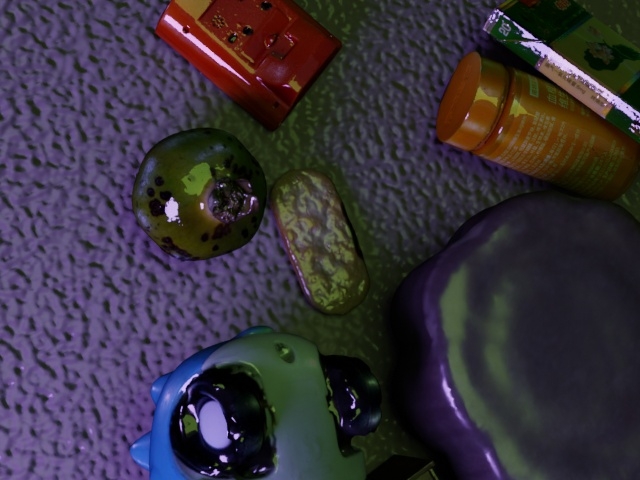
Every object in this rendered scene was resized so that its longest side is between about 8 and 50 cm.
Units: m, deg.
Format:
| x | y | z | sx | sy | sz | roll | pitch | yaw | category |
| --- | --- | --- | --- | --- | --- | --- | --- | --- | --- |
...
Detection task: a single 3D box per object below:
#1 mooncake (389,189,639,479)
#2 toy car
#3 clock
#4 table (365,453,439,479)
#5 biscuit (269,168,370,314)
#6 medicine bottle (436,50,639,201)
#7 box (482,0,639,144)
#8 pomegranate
| x | y | z | sx | sy | sz | roll | pitch | yaw | category |
| --- | --- | --- | --- | --- | --- | --- | --- | --- | --- |
| 0.203 | 0.113 | 1.274 | 0.306 | 0.154 | 0.306 | 5 | 75 | -20 | mooncake |
| -0.059 | 0.202 | 1.137 | 0.188 | 0.190 | 0.255 | -7 | 85 | -46 | toy car |
| -0.066 | -0.197 | 1.293 | 0.155 | 0.061 | 0.113 | 39 | 68 | -7 | clock |
| 0.078 | 0.249 | 1.234 | 0.070 | 0.083 | 0.082 | -33 | 98 | -21 | table |
| 0.000 | 0.000 | 1.295 | 0.071 | 0.018 | 0.147 | -20 | 87 | -21 | biscuit |
| 0.220 | -0.110 | 1.362 | 0.192 | 0.096 | 0.096 | 20 | 72 | -15 | medicine bottle |
| 0.284 | -0.171 | 1.367 | 0.235 | 0.034 | 0.132 | 38 | 36 | 10 | box |
| -0.098 | -0.038 | 1.196 | 0.122 | 0.161 | 0.122 | -3 | 97 | -23 | pomegranate |
